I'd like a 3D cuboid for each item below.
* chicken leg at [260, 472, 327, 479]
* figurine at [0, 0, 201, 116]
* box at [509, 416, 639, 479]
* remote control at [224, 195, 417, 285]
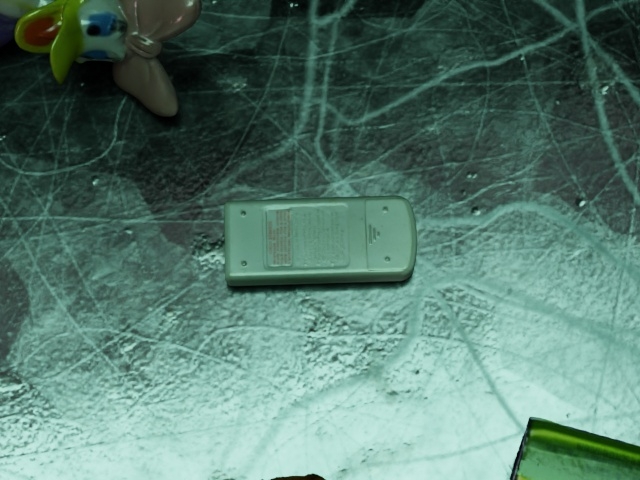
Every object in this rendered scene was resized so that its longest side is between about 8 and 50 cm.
[{"bbox_3d":[-0.114,0.277,1.719,0.304,0.093,0.113,-4,83,4],"label":"chicken leg"},{"bbox_3d":[-0.326,-0.257,1.883,0.421,0.154,0.193,32,39,20],"label":"figurine"},{"bbox_3d":[0.340,0.257,1.688,0.346,0.134,0.097,15,67,5],"label":"box"},{"bbox_3d":[0.000,0.000,1.839,0.190,0.029,0.087,-3,71,0],"label":"remote control"}]
